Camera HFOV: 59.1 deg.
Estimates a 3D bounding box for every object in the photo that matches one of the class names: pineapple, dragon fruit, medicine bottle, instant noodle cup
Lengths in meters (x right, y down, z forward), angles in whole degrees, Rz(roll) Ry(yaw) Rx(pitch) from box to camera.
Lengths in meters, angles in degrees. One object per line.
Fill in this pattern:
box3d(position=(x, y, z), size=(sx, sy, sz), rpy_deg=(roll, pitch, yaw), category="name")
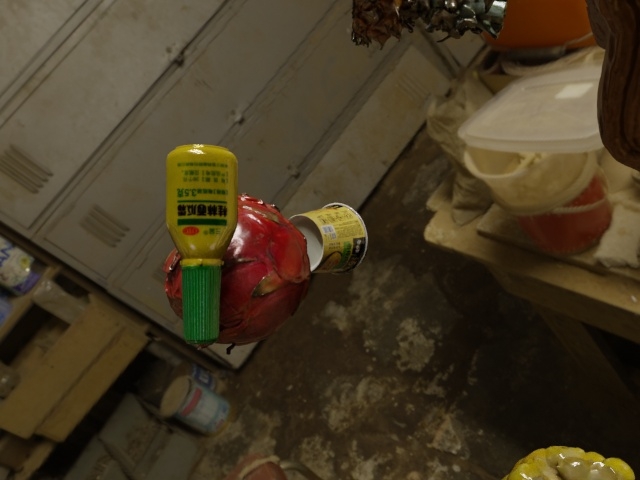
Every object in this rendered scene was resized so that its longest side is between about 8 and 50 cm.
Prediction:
box3d(position=(0.223, -0.465, 1.073), size=(0.271, 0.262, 0.262), rpy_deg=(20, 64, 11), category="pineapple")
box3d(position=(-0.133, 0.050, 0.929), size=(0.241, 0.241, 0.252), rpy_deg=(-23, 7, 32), category="dragon fruit")
box3d(position=(-0.157, 0.005, 0.750), size=(0.064, 0.095, 0.260), rpy_deg=(166, 104, -75), category="medicine bottle")
box3d(position=(0.000, 0.000, 1.116), size=(0.151, 0.122, 0.151), rpy_deg=(2, 94, 39), category="instant noodle cup")

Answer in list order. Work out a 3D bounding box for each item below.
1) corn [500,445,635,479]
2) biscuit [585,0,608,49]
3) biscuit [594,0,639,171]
box3d(position=(0.143, 0.278, 0.387), size=(0.120, 0.363, 0.120), rpy_deg=(-1, 31, 1), category="corn")
box3d(position=(0.498, -0.381, 0.958), size=(0.043, 0.280, 0.183), rpy_deg=(-30, 79, 22), category="biscuit")
box3d(position=(0.454, -0.183, 0.491), size=(0.078, 0.455, 0.350), rpy_deg=(-94, 16, -50), category="biscuit")
